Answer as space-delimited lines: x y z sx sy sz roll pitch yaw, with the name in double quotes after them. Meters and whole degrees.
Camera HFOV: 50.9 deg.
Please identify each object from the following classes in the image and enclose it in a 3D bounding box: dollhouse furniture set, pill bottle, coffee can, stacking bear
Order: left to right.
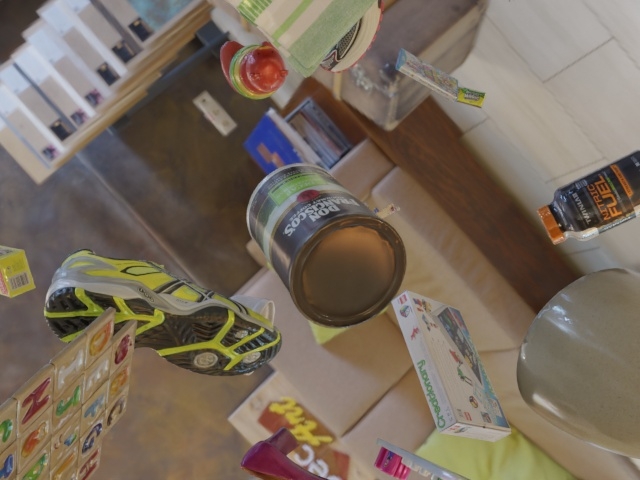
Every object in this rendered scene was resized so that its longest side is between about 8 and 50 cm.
-0.171 -0.475 1.873 0.289 0.175 0.164 -138 46 -68 "stacking bear"
0.000 0.000 1.183 0.202 0.201 0.275 59 175 -31 "coffee can"
0.163 -0.045 1.699 0.091 0.081 0.114 51 167 49 "dollhouse furniture set"
0.592 -0.082 1.434 0.130 0.245 0.130 53 -161 -27 "pill bottle"

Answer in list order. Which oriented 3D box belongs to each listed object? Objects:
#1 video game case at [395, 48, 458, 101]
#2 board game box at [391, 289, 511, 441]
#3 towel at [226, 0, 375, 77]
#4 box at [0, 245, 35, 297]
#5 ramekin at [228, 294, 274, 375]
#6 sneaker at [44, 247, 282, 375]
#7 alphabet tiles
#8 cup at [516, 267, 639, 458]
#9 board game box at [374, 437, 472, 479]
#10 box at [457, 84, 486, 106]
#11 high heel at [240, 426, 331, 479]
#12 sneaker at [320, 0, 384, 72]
0.262 -0.405 1.643 0.166 0.119 0.015 27 126 -7 "video game case"
0.269 0.258 1.396 0.192 0.053 0.305 22 -142 -40 "board game box"
-0.068 -0.436 1.013 0.324 0.038 0.248 41 125 -12 "towel"
-0.680 0.055 1.386 0.232 0.058 0.088 8 115 38 "box"
-0.207 0.241 1.778 0.108 0.207 0.207 17 153 11 "ramekin"
-0.226 0.103 1.058 0.384 0.145 0.147 23 -149 -31 "sneaker"
-0.311 0.245 0.770 0.011 0.342 0.285 21 121 9 "alphabet tiles"
0.552 0.246 1.180 0.331 0.331 0.237 58 176 -29 "cup"
0.288 0.406 0.972 0.389 0.050 0.390 25 168 -3 "board game box"
0.393 -0.391 1.816 0.105 0.043 0.179 19 -169 11 "box"
-0.057 0.714 1.875 0.377 0.181 0.127 45 135 16 "high heel"
0.051 -0.425 1.134 0.121 0.111 0.299 -103 27 -44 "sneaker"
